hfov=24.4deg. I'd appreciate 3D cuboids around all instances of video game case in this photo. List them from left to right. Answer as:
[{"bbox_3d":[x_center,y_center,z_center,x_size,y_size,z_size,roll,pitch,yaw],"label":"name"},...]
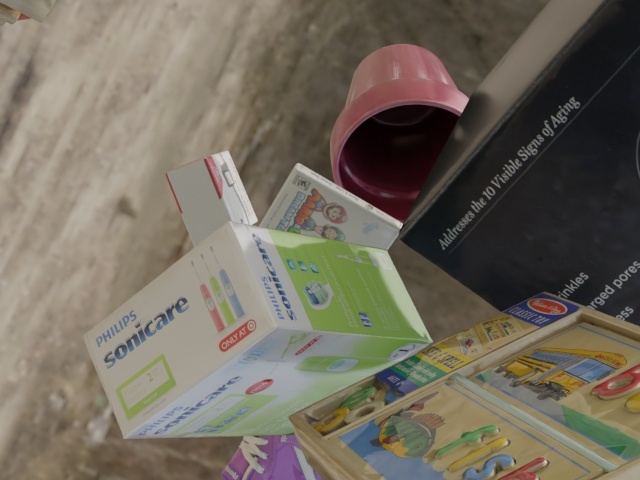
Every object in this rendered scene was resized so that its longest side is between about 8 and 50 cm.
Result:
[{"bbox_3d":[0.000,0.000,1.748,0.157,0.143,0.019,-57,-175,38],"label":"video game case"}]

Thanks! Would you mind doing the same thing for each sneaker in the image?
[{"bbox_3d":[-0.069,0.230,1.851,0.161,0.282,0.102,-30,-158,-5],"label":"sneaker"}]

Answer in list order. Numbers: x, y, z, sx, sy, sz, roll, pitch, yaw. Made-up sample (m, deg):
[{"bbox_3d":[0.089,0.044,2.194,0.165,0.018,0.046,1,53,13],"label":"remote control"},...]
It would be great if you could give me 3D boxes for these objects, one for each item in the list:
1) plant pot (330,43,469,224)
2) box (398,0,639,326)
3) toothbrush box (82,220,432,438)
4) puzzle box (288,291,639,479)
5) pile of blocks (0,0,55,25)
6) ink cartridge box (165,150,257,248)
[{"bbox_3d":[0.109,-0.151,1.908,0.180,0.201,0.201,-94,-157,-48],"label":"plant pot"},{"bbox_3d":[0.418,-0.081,1.492,0.480,0.472,0.297,-51,-172,44],"label":"box"},{"bbox_3d":[-0.057,0.097,1.473,0.206,0.122,0.283,-36,155,25],"label":"toothbrush box"},{"bbox_3d":[0.153,0.145,1.152,0.272,0.052,0.409,-24,-167,-13],"label":"puzzle box"},{"bbox_3d":[-0.273,-0.260,1.335,0.362,0.113,0.149,-5,-112,47],"label":"pile of blocks"},{"bbox_3d":[-0.142,-0.056,1.956,0.063,0.109,0.150,-22,-176,10],"label":"ink cartridge box"}]
